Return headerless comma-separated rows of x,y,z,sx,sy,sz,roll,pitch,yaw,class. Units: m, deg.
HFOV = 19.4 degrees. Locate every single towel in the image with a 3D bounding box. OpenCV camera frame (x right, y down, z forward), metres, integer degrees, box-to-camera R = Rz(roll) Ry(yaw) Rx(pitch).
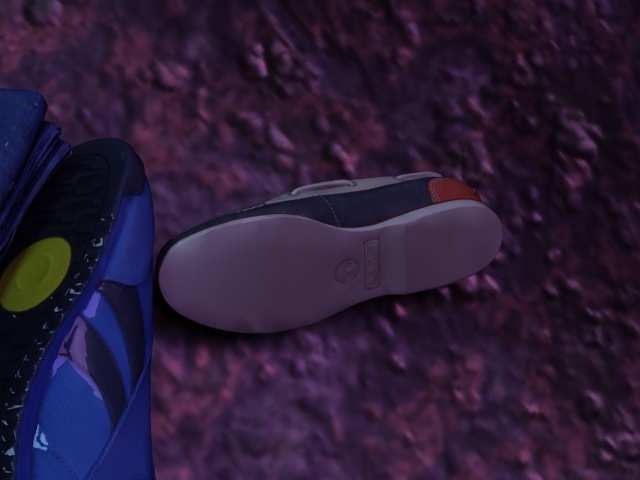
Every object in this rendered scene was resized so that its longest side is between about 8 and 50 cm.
-0.138,0.000,0.643,0.067,0.029,0.119,9,59,27,towel

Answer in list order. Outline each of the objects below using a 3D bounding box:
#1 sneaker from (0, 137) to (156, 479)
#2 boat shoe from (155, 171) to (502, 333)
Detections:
-0.088,0.064,0.639,0.082,0.069,0.209,44,43,-41,sneaker
0.000,0.000,0.701,0.137,0.049,0.043,-10,32,-21,boat shoe
